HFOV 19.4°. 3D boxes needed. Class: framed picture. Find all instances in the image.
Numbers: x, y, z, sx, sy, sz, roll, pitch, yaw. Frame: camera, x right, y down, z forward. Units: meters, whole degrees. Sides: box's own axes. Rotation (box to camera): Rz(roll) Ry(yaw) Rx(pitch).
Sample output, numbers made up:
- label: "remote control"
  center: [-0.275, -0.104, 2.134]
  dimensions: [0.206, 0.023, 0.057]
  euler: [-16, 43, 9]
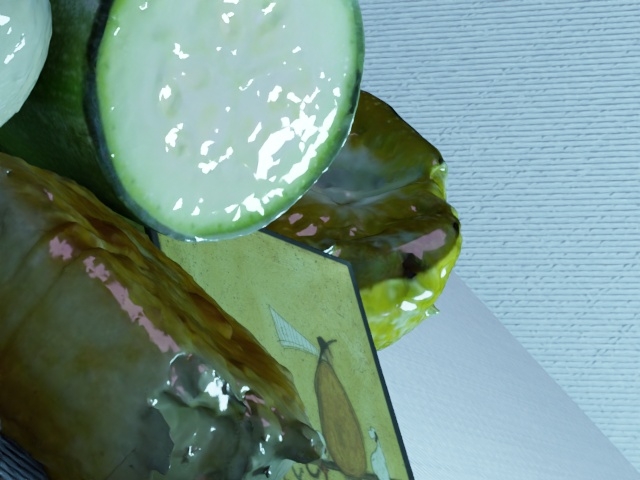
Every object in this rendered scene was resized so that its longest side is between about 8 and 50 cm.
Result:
- label: "framed picture"
  center: [-0.025, 0.118, 1.517]
  dimensions: [0.255, 0.014, 0.339]
  euler: [23, 39, -41]

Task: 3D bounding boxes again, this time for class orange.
- label: "orange"
  center: [0.000, 0.000, 1.868]
  dimensions: [0.369, 0.271, 0.210]
  euler: [-94, -179, -54]

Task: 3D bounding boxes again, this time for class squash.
- label: "squash"
  center: [-0.176, -0.172, 1.488]
  dimensions: [0.384, 0.263, 0.263]
  euler: [23, -10, 48]

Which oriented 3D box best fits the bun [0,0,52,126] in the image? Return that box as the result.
- label: "bun"
  center: [-0.348, -0.167, 1.224]
  dimensions: [0.359, 0.211, 0.360]
  euler: [39, -1, 0]

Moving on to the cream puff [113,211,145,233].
- label: "cream puff"
  center: [-0.127, -0.104, 1.732]
  dimensions: [0.185, 0.282, 0.282]
  euler: [24, 21, -47]

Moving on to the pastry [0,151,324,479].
- label: "pastry"
  center: [-0.141, 0.073, 1.251]
  dimensions: [0.329, 0.136, 0.329]
  euler: [42, 3, -3]
